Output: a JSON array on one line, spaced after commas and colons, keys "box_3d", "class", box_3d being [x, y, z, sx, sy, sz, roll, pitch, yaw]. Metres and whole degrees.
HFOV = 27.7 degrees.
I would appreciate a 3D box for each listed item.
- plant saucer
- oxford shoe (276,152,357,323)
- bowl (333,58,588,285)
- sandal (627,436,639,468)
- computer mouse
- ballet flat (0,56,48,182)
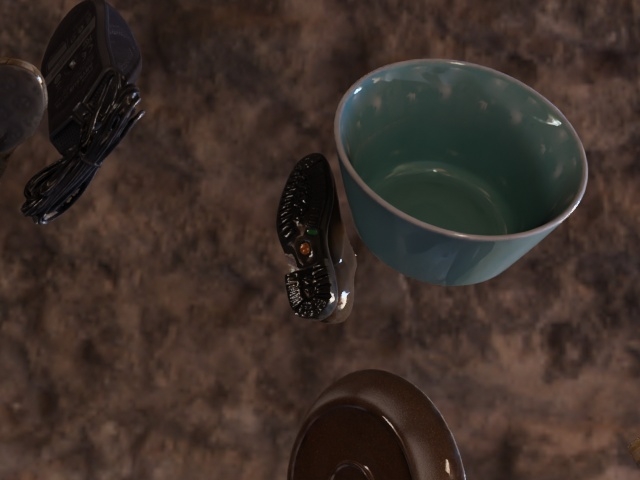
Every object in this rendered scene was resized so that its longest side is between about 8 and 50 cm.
[{"box_3d": [0.053, 0.316, 1.616, 0.050, 0.311, 0.310, 4, -23, -42], "class": "plant saucer"}, {"box_3d": [0.000, 0.000, 1.658, 0.082, 0.227, 0.096, -14, -22, 31], "class": "oxford shoe"}, {"box_3d": [0.157, -0.064, 1.611, 0.311, 0.312, 0.163, 7, -44, -5], "class": "bowl"}, {"box_3d": [0.403, 0.136, 1.286, 0.240, 0.079, 0.088, -28, -26, 4], "class": "sandal"}, {"box_3d": [-0.236, -0.147, 1.359, 0.072, 0.272, 0.188, 29, -59, -32], "class": "computer mouse"}, {"box_3d": [-0.319, -0.103, 1.247, 0.084, 0.058, 0.250, 18, -38, -16], "class": "ballet flat"}]
